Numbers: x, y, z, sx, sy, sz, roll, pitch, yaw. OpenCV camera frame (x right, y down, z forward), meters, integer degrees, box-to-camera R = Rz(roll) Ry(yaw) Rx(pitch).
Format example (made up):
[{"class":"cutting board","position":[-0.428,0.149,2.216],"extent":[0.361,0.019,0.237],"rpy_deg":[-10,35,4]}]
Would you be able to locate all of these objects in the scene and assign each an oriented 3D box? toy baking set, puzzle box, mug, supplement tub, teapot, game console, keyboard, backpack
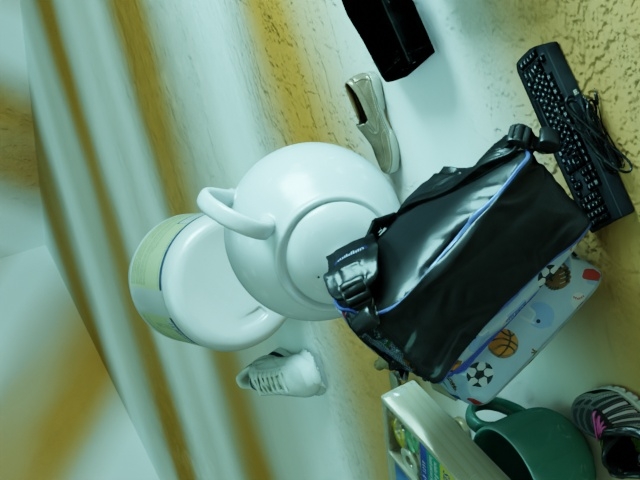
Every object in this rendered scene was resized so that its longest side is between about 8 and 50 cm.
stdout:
[{"class":"toy baking set","position":[0.135,0.240,1.547],"extent":[0.196,0.030,0.256],"rpy_deg":[68,157,7]},{"class":"puzzle box","position":[0.177,0.403,1.323],"extent":[0.272,0.052,0.409],"rpy_deg":[43,148,48]},{"class":"mug","position":[0.244,0.243,1.224],"extent":[0.157,0.097,0.129],"rpy_deg":[70,157,5]},{"class":"supplement tub","position":[-0.202,0.067,1.902],"extent":[0.325,0.235,0.235],"rpy_deg":[-1,107,66]},{"class":"teapot","position":[0.000,0.000,1.372],"extent":[0.187,0.256,0.252],"rpy_deg":[-132,20,-67]},{"class":"game console","position":[0.085,-0.305,1.161],"extent":[0.213,0.044,0.361],"rpy_deg":[66,166,0]},{"class":"keyboard","position":[0.240,-0.103,1.052],"extent":[0.192,0.038,0.100],"rpy_deg":[67,156,9]},{"class":"backpack","position":[0.140,0.033,1.126],"extent":[0.213,0.276,0.263],"rpy_deg":[52,170,-14]}]

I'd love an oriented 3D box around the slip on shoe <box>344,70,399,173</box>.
[{"class":"slip on shoe","position":[0.066,-0.149,1.395],"extent":[0.051,0.041,0.135],"rpy_deg":[14,120,63]}]

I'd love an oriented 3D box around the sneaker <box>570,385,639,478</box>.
[{"class":"sneaker","position":[0.301,0.197,1.091],"extent":[0.170,0.075,0.063],"rpy_deg":[23,128,60]}]

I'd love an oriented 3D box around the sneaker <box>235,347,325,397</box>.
[{"class":"sneaker","position":[-0.070,0.247,1.925],"extent":[0.235,0.095,0.090],"rpy_deg":[-13,93,65]}]
